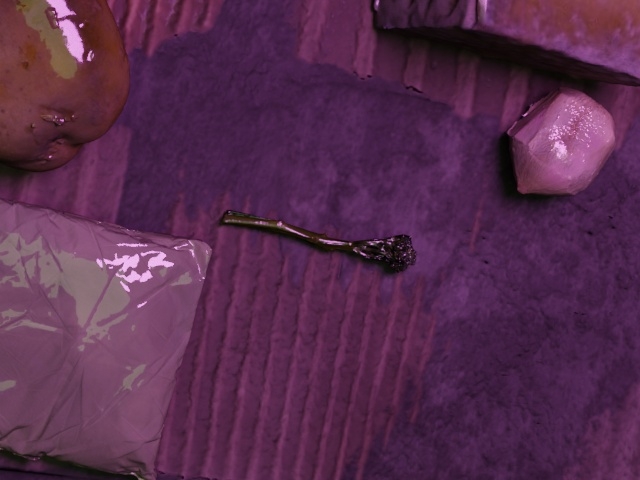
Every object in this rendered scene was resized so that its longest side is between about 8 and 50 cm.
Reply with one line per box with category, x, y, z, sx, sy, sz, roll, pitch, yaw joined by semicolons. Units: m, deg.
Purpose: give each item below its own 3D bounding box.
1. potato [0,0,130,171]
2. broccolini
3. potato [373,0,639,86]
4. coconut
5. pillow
potato;-0.296;-0.214;1.195;0.192;0.141;0.296;-15;108;20
broccolini;0.000;0.000;1.340;0.218;0.042;0.044;10;97;-5
potato;0.219;-0.283;1.273;0.264;0.211;0.189;13;92;-24
coconut;0.254;-0.101;1.331;0.110;0.110;0.124;42;82;-13
pillow;-0.277;0.105;1.278;0.281;0.076;0.274;13;97;-11
